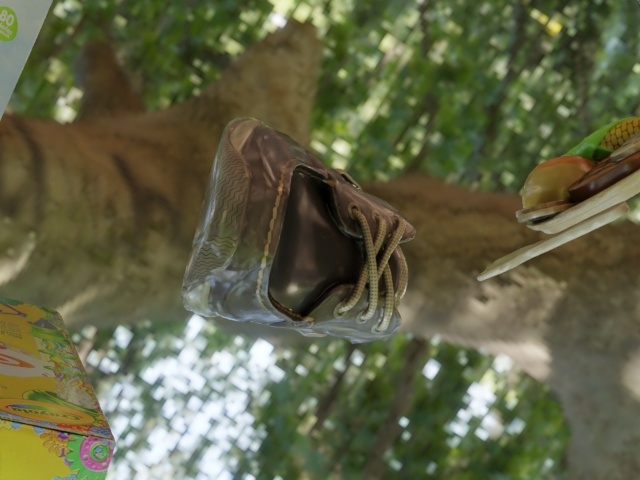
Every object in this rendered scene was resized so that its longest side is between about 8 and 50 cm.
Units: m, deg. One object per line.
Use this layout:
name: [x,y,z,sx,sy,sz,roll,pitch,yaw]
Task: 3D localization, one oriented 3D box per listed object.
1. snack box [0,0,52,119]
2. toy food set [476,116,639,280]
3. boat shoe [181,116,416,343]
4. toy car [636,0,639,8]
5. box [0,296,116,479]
snack box: [-0.220,-0.112,0.810,0.174,0.207,0.070,7,160,41]
toy food set: [0.179,-0.046,1.034,0.192,0.132,0.038,-36,-85,-49]
boat shoe: [0.000,0.000,1.063,0.130,0.132,0.355,12,180,8]
toy car: [0.042,-0.140,0.531,0.155,0.149,0.188,26,-156,-52]
box: [-0.293,0.119,0.899,0.290,0.177,0.279,15,-173,-17]
